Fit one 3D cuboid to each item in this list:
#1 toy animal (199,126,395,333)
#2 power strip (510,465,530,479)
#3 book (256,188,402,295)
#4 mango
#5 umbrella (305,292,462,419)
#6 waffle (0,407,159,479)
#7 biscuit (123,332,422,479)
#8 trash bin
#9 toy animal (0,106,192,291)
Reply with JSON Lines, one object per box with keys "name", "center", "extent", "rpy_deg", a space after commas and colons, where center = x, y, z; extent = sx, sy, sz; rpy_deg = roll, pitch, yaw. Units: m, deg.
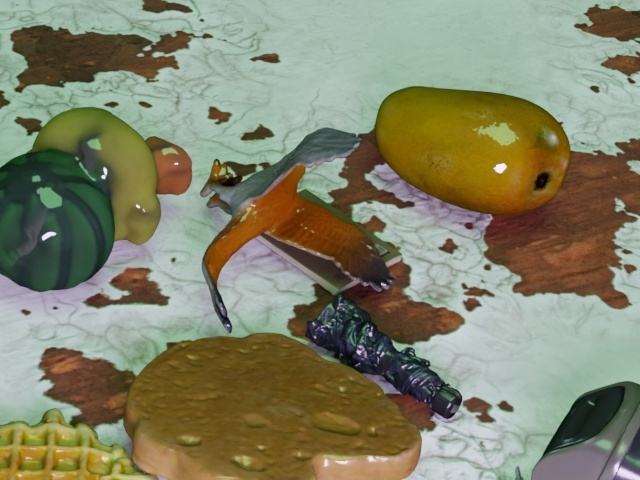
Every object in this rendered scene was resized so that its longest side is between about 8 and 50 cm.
{"name": "toy animal", "center": [-0.088, -0.012, 2.005], "extent": [0.284, 0.225, 0.302], "rpy_deg": [-32, 35, -21]}
{"name": "power strip", "center": [0.246, 0.351, 1.660], "extent": [0.060, 0.027, 0.252], "rpy_deg": [2, 36, -9]}
{"name": "book", "center": [0.000, 0.000, 2.093], "extent": [0.199, 0.016, 0.138], "rpy_deg": [35, 44, 31]}
{"name": "mango", "center": [0.219, -0.144, 2.214], "extent": [0.317, 0.173, 0.211], "rpy_deg": [20, 36, 25]}
{"name": "umbrella", "center": [0.082, 0.151, 1.866], "extent": [0.224, 0.071, 0.080], "rpy_deg": [35, 71, 24]}
{"name": "waffle", "center": [-0.314, 0.285, 1.604], "extent": [0.250, 0.056, 0.261], "rpy_deg": [30, 43, 26]}
{"name": "biscuit", "center": [-0.066, 0.215, 1.717], "extent": [0.351, 0.057, 0.312], "rpy_deg": [23, 31, 32]}
{"name": "trash bin", "center": [0.392, 0.287, 1.652], "extent": [0.290, 0.182, 0.209], "rpy_deg": [27, 28, 14]}
{"name": "toy animal", "center": [-0.324, -0.073, 1.970], "extent": [0.216, 0.191, 0.338], "rpy_deg": [22, 38, 17]}
